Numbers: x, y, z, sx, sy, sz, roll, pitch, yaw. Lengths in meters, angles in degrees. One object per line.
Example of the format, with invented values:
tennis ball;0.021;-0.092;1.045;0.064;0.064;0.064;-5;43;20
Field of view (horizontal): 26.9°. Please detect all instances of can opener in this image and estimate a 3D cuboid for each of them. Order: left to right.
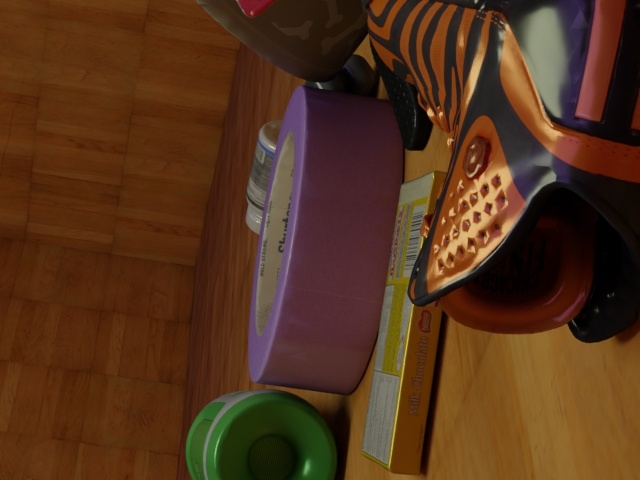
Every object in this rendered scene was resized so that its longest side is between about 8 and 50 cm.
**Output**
can opener;0.005;-0.077;1.405;0.093;0.074;0.280;54;149;27

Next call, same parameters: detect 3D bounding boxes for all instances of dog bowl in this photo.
dog bowl;-0.062;-0.313;1.240;0.102;0.349;0.349;-39;28;22

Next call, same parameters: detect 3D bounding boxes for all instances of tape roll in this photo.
tape roll;0.000;0.000;1.228;0.275;0.090;0.275;-170;90;-81

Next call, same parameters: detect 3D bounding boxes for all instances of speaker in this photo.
speaker;-0.063;0.209;1.305;0.296;0.131;0.131;143;135;-78

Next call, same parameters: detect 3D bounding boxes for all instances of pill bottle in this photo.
pill bottle;-0.051;-0.076;1.687;0.078;0.078;0.137;-93;14;-54

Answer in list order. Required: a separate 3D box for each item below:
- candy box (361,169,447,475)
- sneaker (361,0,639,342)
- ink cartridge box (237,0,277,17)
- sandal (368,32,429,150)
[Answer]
candy box;0.063;0.057;0.947;0.105;0.027;0.206;158;121;-83
sneaker;0.076;-0.050;0.636;0.321;0.124;0.180;-161;81;-82
ink cartridge box;-0.060;-0.363;0.976;0.272;0.130;0.309;-37;73;28
sandal;0.073;-0.150;1.097;0.067;0.040;0.179;102;159;-57
